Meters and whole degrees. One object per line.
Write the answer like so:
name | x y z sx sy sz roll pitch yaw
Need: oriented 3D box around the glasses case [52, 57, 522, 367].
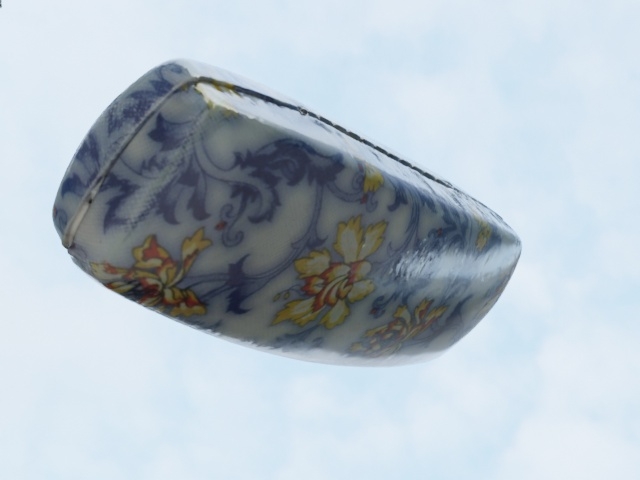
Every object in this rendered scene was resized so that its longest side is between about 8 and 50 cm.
glasses case | 0.000 0.000 0.537 0.087 0.065 0.248 -55 -32 9

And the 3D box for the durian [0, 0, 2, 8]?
durian | -0.284 -0.155 0.863 0.198 0.146 0.159 2 -34 30
